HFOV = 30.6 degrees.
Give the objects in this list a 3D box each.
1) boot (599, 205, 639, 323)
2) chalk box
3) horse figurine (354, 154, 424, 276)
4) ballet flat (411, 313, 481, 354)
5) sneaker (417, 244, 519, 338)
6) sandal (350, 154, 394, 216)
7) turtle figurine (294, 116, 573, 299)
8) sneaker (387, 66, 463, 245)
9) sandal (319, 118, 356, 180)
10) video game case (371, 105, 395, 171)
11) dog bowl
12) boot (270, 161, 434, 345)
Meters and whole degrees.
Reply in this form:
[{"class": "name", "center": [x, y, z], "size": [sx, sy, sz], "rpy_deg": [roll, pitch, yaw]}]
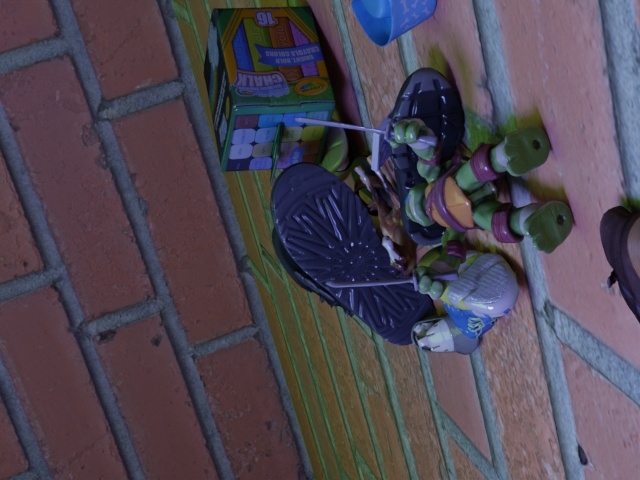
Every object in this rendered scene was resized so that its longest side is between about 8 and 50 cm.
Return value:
[{"class": "boot", "center": [0.338, 0.084, 1.070], "size": [0.207, 0.090, 0.248], "rpy_deg": [-103, -8, -85]}, {"class": "chalk box", "center": [-0.085, -0.234, 1.990], "size": [0.180, 0.179, 0.289], "rpy_deg": [109, 152, -56]}, {"class": "horse figurine", "center": [0.110, -0.034, 1.739], "size": [0.174, 0.066, 0.263], "rpy_deg": [62, -175, 5]}, {"class": "ballet flat", "center": [0.191, 0.152, 1.830], "size": [0.213, 0.068, 0.072], "rpy_deg": [151, 99, -78]}, {"class": "sneaker", "center": [0.221, 0.080, 1.584], "size": [0.126, 0.091, 0.240], "rpy_deg": [55, 175, -21]}, {"class": "sandal", "center": [0.091, -0.069, 1.932], "size": [0.219, 0.060, 0.090], "rpy_deg": [-124, 18, -48]}, {"class": "turtle figurine", "center": [0.135, -0.037, 1.352], "size": [0.266, 0.274, 0.198], "rpy_deg": [-9, 69, 56]}, {"class": "sneaker", "center": [0.130, -0.121, 1.569], "size": [0.106, 0.101, 0.267], "rpy_deg": [-106, 10, -51]}, {"class": "sandal", "center": [0.014, -0.148, 2.110], "size": [0.265, 0.076, 0.102], "rpy_deg": [148, 121, -66]}, {"class": "video game case", "center": [0.107, -0.160, 1.584], "size": [0.011, 0.122, 0.087], "rpy_deg": [31, 155, 16]}, {"class": "dog bowl", "center": [0.061, -0.395, 1.482], "size": [0.166, 0.074, 0.297], "rpy_deg": [116, 132, -75]}, {"class": "boot", "center": [0.001, 0.002, 2.103], "size": [0.367, 0.146, 0.445], "rpy_deg": [54, 175, -15]}]
